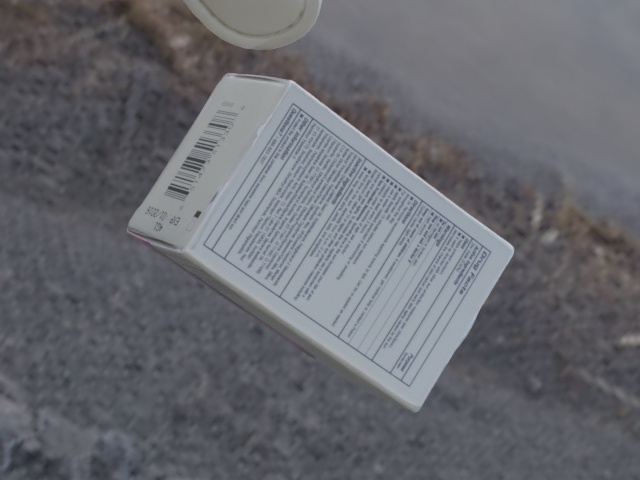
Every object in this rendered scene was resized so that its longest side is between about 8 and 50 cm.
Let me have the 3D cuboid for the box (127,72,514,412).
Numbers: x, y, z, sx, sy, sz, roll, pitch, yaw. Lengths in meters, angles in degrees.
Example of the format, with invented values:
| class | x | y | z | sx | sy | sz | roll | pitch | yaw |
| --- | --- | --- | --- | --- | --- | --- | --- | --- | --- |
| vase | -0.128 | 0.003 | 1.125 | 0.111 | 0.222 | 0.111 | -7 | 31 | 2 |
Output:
| class | x | y | z | sx | sy | sz | roll | pitch | yaw |
| --- | --- | --- | --- | --- | --- | --- | --- | --- | --- |
| box | 0.000 | 0.000 | 1.379 | 0.232 | 0.127 | 0.148 | 36 | 81 | -26 |

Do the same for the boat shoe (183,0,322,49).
| class | x | y | z | sx | sy | sz | roll | pitch | yaw |
| --- | --- | --- | --- | --- | --- | --- | --- | --- | --- |
| boat shoe | -0.085 | -0.268 | 1.092 | 0.324 | 0.117 | 0.096 | 58 | 31 | -29 |
